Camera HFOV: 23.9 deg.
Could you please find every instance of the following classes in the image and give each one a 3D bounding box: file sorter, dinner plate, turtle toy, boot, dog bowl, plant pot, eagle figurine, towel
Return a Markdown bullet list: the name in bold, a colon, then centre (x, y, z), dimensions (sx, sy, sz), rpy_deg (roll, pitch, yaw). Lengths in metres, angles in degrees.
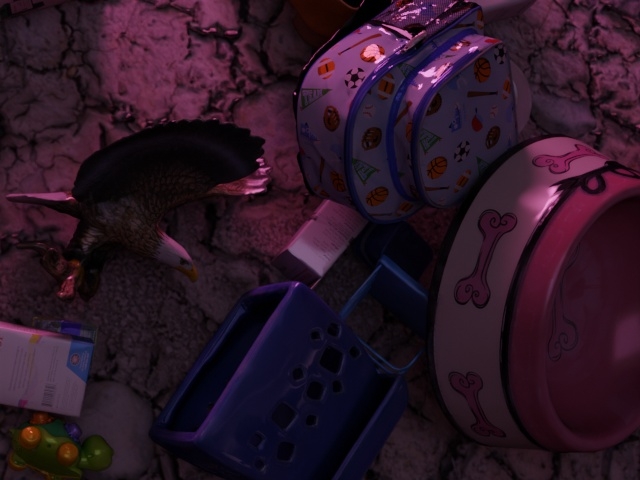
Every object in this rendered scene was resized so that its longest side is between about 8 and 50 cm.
- **file sorter**: centre (0.084, 0.111, 1.905), dimensions (0.118, 0.170, 0.104), rpy_deg (39, 76, 6)
- **dinner plate**: centre (0.228, -0.200, 2.089), dimensions (0.141, 0.017, 0.141), rpy_deg (3, 77, -14)
- **turtle toy**: centre (-0.316, 0.252, 1.835), dimensions (0.130, 0.095, 0.066), rpy_deg (24, 53, -9)
- **boot**: centre (-0.038, -0.396, 1.959), dimensions (0.104, 0.211, 0.295), rpy_deg (-34, 88, -18)
- **dog bowl**: centre (0.316, 0.080, 1.873), dimensions (0.408, 0.150, 0.408), rpy_deg (-16, 113, -42)
- **plant pot**: centre (-0.042, 0.205, 1.837), dimensions (0.212, 0.236, 0.236), rpy_deg (37, 74, -12)
- **eagle figurine**: centre (-0.211, -0.047, 1.854), dimensions (0.298, 0.226, 0.225), rpy_deg (-48, 130, -1)
- **towel**: centre (-0.323, 0.128, 1.892), dimensions (0.083, 0.009, 0.060), rpy_deg (11, 76, -12)

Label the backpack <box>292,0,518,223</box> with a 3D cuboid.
- **backpack**: centre (0.102, -0.147, 1.828), dimensions (0.263, 0.213, 0.277), rpy_deg (-31, 126, -23)

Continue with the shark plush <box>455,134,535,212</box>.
- **shark plush**: centre (0.258, -0.068, 2.043), dimensions (0.073, 0.067, 0.161), rpy_deg (45, 73, -2)

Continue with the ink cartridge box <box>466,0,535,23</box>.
- **ink cartridge box**: centre (0.174, -0.365, 2.070), dimensions (0.208, 0.087, 0.153), rpy_deg (-17, 83, -16)

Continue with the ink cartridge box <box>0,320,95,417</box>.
- **ink cartridge box**: centre (-0.354, 0.152, 1.829), dimensions (0.143, 0.090, 0.092), rpy_deg (12, 90, -11)

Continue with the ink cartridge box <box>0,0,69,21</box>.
- **ink cartridge box**: centre (-0.400, -0.372, 1.926), dimensions (0.219, 0.092, 0.160), rpy_deg (-19, 84, -16)

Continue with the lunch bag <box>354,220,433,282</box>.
- **lunch bag**: centre (0.095, 0.014, 1.980), dimensions (0.067, 0.065, 0.098), rpy_deg (-54, 130, -15)

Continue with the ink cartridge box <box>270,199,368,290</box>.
- **ink cartridge box**: centre (0.000, 0.000, 1.947), dimensions (0.060, 0.104, 0.180), rpy_deg (41, 72, -3)
